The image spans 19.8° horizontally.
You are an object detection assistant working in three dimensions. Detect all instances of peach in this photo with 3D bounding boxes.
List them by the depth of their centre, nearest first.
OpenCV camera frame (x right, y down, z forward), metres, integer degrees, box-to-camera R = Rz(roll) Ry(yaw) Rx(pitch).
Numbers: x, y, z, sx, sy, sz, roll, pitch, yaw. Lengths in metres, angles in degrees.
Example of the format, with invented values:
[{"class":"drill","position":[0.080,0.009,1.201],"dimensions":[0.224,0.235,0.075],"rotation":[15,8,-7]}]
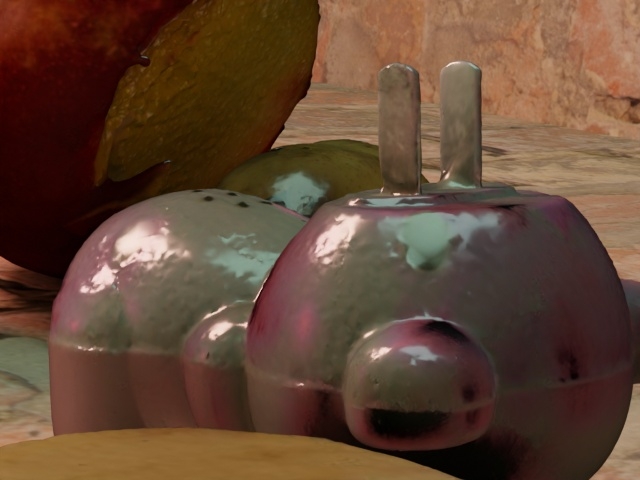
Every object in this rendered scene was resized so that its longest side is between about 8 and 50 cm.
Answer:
[{"class":"peach","position":[-0.182,-0.140,1.430],"dimensions":[0.310,0.335,0.406],"rotation":[23,-1,14]}]

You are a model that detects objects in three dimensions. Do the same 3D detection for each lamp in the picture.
[{"class":"lamp","position":[0.017,0.031,0.943],"dimensions":[0.301,0.247,0.247],"rotation":[4,5,40]}]

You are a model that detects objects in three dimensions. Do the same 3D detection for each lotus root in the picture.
[{"class":"lotus root","position":[0.000,0.000,1.353],"dimensions":[0.160,0.146,0.284],"rotation":[-5,3,17]}]

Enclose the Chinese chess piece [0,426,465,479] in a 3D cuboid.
[{"class":"Chinese chess piece","position":[-0.045,0.144,0.673],"dimensions":[0.250,0.097,0.251],"rotation":[4,10,-1]}]
